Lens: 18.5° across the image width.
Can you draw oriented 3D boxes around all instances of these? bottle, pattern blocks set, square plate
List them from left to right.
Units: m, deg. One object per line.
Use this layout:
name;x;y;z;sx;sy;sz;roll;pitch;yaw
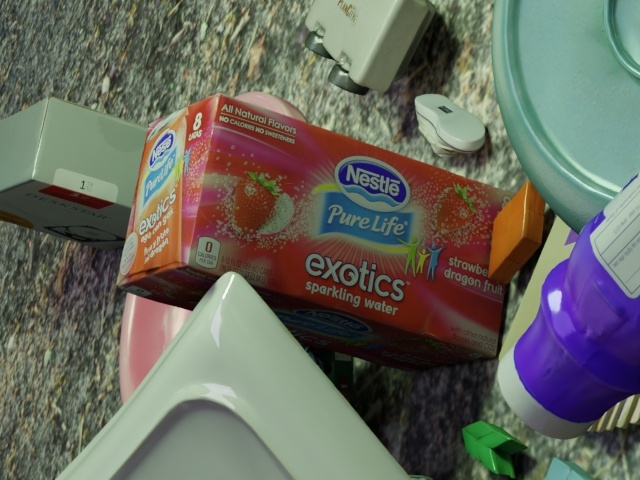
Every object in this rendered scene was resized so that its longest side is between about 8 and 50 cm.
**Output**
square plate;-0.047;0.250;1.343;0.344;0.049;0.347;50;129;11
pattern blocks set;0.189;0.023;1.279;0.325;0.026;0.285;-64;27;16
bottle;0.198;0.005;1.068;0.092;0.118;0.283;52;132;17

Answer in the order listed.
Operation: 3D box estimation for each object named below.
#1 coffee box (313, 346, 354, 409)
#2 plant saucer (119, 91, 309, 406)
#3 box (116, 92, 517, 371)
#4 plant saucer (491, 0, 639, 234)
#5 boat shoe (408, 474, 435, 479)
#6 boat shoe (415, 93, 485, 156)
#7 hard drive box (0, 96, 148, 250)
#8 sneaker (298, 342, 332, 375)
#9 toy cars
coffee box;-0.030;0.129;1.529;0.113;0.040;0.184;-2;84;25
plant saucer;-0.071;0.038;1.727;0.332;0.084;0.332;-41;40;46
box;0.000;0.000;1.403;0.123;0.257;0.128;-18;59;59
plant saucer;0.220;-0.139;1.163;0.318;0.044;0.317;-8;78;41
boat shoe;-0.025;0.194;1.434;0.306;0.113;0.105;-20;59;39
boat shoe;0.100;-0.082;1.524;0.100;0.035;0.035;-135;38;-58
hard drive box;-0.248;-0.065;2.032;0.232;0.181;0.089;-15;62;61
sneaker;-0.025;0.081;1.485;0.063;0.073;0.162;-13;-71;-82
toy cars;0.101;-0.208;1.543;0.394;0.087;0.176;-33;41;58
